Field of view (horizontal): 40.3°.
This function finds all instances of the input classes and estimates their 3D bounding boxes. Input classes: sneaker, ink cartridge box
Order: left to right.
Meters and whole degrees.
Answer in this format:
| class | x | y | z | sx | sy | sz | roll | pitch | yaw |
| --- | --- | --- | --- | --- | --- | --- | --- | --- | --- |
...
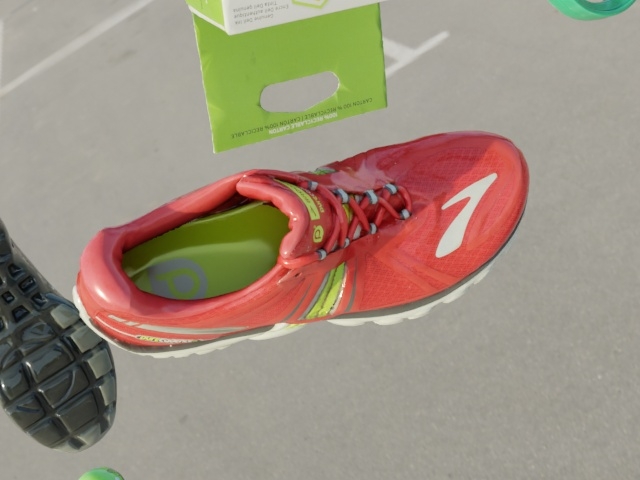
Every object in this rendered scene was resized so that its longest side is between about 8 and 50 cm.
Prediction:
| class | x | y | z | sx | sy | sz | roll | pitch | yaw |
| --- | --- | --- | --- | --- | --- | --- | --- | --- | --- |
| sneaker | -0.264 | 0.062 | 0.753 | 0.101 | 0.267 | 0.106 | -33 | 16 | -19 |
| ink cartridge box | -0.007 | -0.197 | 0.712 | 0.188 | 0.255 | 0.097 | -18 | 31 | -20 |
| sneaker | 0.000 | 0.000 | 0.492 | 0.279 | 0.107 | 0.118 | -19 | -14 | -9 |

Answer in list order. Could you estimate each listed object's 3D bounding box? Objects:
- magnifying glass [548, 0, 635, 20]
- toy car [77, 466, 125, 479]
| class | x | y | z | sx | sy | sz | roll | pitch | yaw |
| --- | --- | --- | --- | --- | --- | --- | --- | --- | --- |
| magnifying glass | 0.128 | -0.208 | 0.556 | 0.026 | 0.231 | 0.092 | 8 | 87 | 57 |
| toy car | -0.288 | 0.346 | 0.932 | 0.239 | 0.053 | 0.225 | 20 | 77 | 31 |
